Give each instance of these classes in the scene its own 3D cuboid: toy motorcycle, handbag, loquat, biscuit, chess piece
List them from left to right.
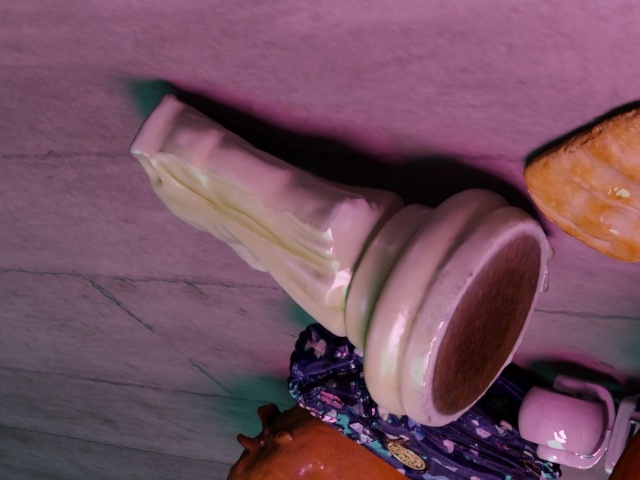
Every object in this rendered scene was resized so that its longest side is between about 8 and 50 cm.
[{"bbox_3d":[0.000,0.000,1.238,0.298,0.175,0.176,27,162,24],"label":"chess piece"},{"bbox_3d":[0.017,0.267,1.708,0.238,0.238,0.193,33,177,-24],"label":"loquat"},{"bbox_3d":[0.099,0.145,1.493,0.260,0.113,0.162,34,149,-27],"label":"handbag"},{"bbox_3d":[0.217,-0.037,1.068,0.118,0.029,0.247,29,157,-16],"label":"biscuit"},{"bbox_3d":[0.289,0.171,1.413,0.254,0.112,0.112,15,157,13],"label":"toy motorcycle"}]

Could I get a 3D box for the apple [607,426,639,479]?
[{"bbox_3d":[0.354,0.213,1.151,0.340,0.339,0.339,19,158,8],"label":"apple"}]
